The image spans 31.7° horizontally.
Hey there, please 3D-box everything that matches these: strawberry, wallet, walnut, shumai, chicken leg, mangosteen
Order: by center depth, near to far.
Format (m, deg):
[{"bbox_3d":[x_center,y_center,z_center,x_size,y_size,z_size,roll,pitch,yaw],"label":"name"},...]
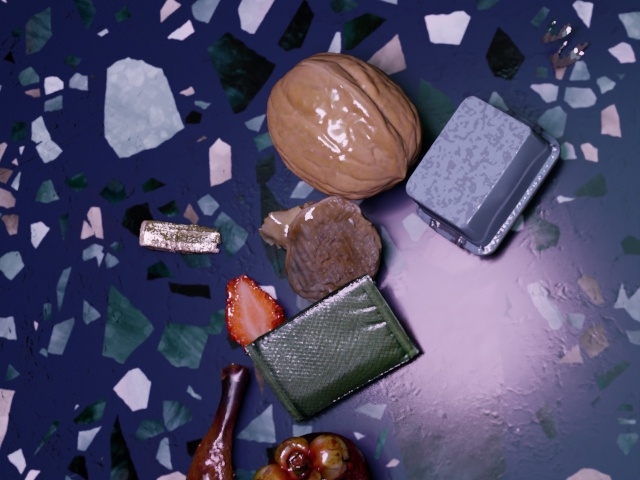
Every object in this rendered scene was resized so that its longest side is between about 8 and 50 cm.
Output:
[{"bbox_3d":[-0.015,0.372,1.730,0.200,0.200,0.199,-2,82,15],"label":"mangosteen"},{"bbox_3d":[0.039,-0.179,1.791,0.261,0.225,0.225,44,95,18],"label":"walnut"},{"bbox_3d":[0.019,0.172,1.800,0.236,0.055,0.160,-32,103,7],"label":"wallet"},{"bbox_3d":[0.000,0.000,1.813,0.161,0.209,0.153,-30,39,-10],"label":"shumai"},{"bbox_3d":[-0.149,0.402,1.819,0.158,0.096,0.406,-11,77,10],"label":"chicken leg"},{"bbox_3d":[-0.107,0.126,1.870,0.104,0.048,0.152,-28,62,17],"label":"strawberry"}]

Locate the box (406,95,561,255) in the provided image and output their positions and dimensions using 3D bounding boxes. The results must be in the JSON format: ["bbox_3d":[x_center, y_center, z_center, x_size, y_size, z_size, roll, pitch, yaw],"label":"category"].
[{"bbox_3d":[0.248,-0.105,1.758,0.162,0.130,0.227,36,94,32],"label":"box"}]

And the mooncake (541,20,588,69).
[{"bbox_3d":[0.259,-0.377,1.831,0.347,0.057,0.150,45,108,14],"label":"mooncake"}]

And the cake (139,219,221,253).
[{"bbox_3d":[-0.239,-0.003,1.934,0.140,0.055,0.051,7,83,-1],"label":"cake"}]
